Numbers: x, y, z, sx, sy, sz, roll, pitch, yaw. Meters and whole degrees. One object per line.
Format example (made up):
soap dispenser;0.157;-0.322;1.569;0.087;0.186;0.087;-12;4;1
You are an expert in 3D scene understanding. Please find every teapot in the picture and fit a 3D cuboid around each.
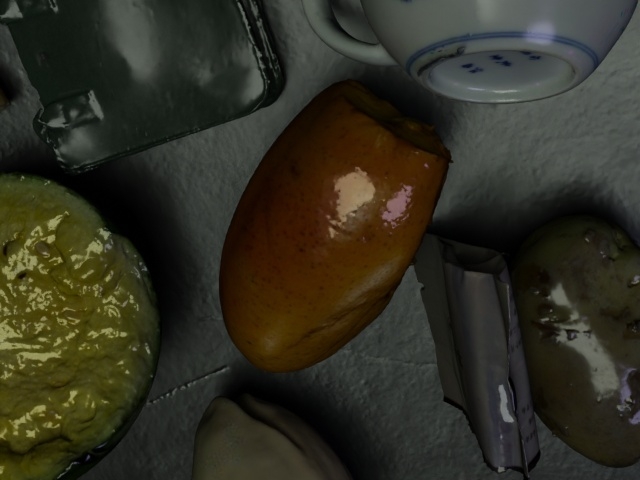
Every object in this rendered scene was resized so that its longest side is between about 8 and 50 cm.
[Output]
teapot;0.155;-0.272;1.290;0.424;0.252;0.279;-11;72;36

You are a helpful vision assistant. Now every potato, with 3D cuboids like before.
potato;0.264;0.101;1.434;0.165;0.165;0.262;-10;103;13

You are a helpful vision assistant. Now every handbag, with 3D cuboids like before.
handbag;-0.190;-0.213;1.443;0.260;0.079;0.247;-16;104;17

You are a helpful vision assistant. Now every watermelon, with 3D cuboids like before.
watermelon;-0.304;0.105;1.508;0.331;0.189;0.330;-6;76;22

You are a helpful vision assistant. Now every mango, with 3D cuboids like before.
mango;0.000;0.000;1.415;0.199;0.201;0.350;12;130;-25

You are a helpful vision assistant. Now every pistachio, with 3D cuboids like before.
pistachio;-0.047;0.318;1.546;0.226;0.208;0.331;0;107;56

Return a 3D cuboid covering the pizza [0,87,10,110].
pizza;-0.501;-0.171;1.514;0.366;0.074;0.182;10;108;6

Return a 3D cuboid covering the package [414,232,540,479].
package;0.155;0.104;1.415;0.062;0.251;0.203;-13;105;-11
